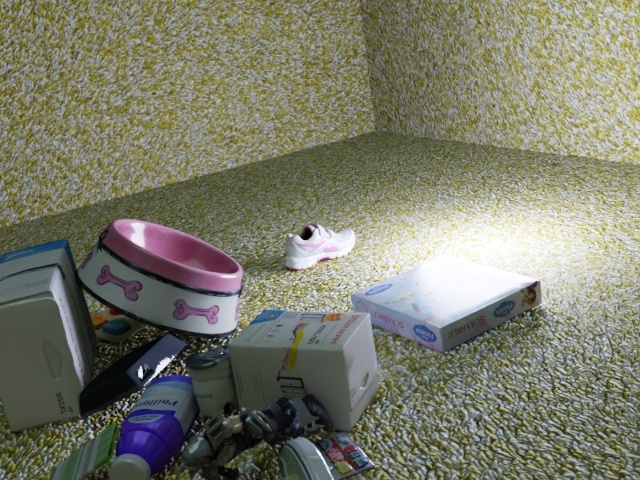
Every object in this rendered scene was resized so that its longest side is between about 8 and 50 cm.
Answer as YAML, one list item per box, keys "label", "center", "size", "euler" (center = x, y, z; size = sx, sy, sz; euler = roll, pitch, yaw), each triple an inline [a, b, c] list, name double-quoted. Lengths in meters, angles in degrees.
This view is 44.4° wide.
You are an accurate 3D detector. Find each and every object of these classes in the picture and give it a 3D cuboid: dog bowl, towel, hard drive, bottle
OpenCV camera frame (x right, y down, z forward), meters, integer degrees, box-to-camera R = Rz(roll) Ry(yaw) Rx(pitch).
- label: "dog bowl"
  center: [-0.369, 0.079, 1.903]
  size: [0.408, 0.150, 0.408]
  euler: [22, 8, -3]
- label: "towel"
  center: [-0.412, 0.391, 1.355]
  size: [0.152, 0.023, 0.113]
  euler: [-37, 20, 7]
- label: "hard drive"
  center: [-0.397, 0.276, 1.654]
  size: [0.172, 0.054, 0.254]
  euler: [-28, 7, 16]
- label: "bottle"
  center: [-0.303, 0.347, 1.431]
  size: [0.118, 0.092, 0.283]
  euler: [-8, 17, 11]

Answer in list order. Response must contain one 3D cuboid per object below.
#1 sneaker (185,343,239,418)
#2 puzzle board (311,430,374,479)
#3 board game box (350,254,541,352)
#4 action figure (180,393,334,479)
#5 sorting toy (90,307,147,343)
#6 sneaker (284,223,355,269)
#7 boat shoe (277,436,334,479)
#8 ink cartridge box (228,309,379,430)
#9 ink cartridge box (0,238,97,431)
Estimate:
- label: "sneaker"
  center: [-0.179, 0.277, 1.582]
  size: [0.111, 0.129, 0.297]
  euler: [-3, 0, 23]
- label: "puzzle board"
  center: [0.022, 0.370, 1.343]
  size: [0.096, 0.011, 0.128]
  euler: [-14, 18, -18]
- label: "board game box"
  center: [0.292, 0.138, 1.850]
  size: [0.319, 0.066, 0.318]
  euler: [-19, 21, -30]
- label: "action figure"
  center: [-0.116, 0.327, 1.307]
  size: [0.285, 0.099, 0.185]
  euler: [-10, -24, -48]
- label: "sorting toy"
  center: [-0.531, 0.207, 2.073]
  size: [0.208, 0.038, 0.193]
  euler: [3, 21, 32]
- label: "sneaker"
  center: [0.000, 0.000, 2.346]
  size: [0.252, 0.111, 0.103]
  euler: [-21, 21, -35]
- label: "boat shoe"
  center: [-0.020, 0.391, 1.144]
  size: [0.094, 0.109, 0.302]
  euler: [-15, 21, -13]
- label: "ink cartridge box"
  center: [-0.026, 0.242, 1.506]
  size: [0.233, 0.168, 0.171]
  euler: [0, 19, 23]
- label: "ink cartridge box"
  center: [-0.617, 0.194, 1.741]
  size: [0.166, 0.285, 0.395]
  euler: [-14, 18, -10]
